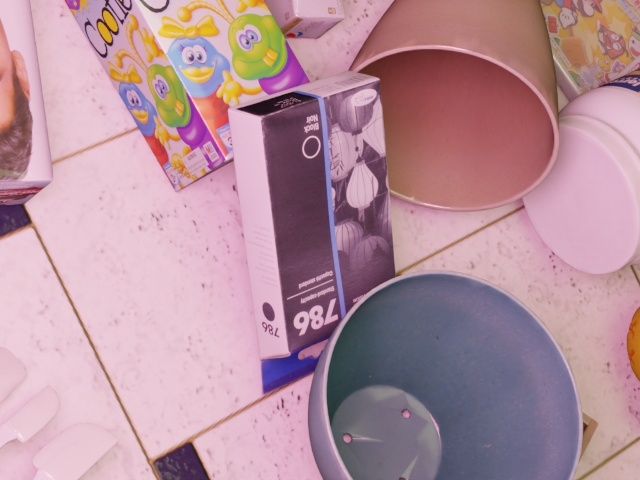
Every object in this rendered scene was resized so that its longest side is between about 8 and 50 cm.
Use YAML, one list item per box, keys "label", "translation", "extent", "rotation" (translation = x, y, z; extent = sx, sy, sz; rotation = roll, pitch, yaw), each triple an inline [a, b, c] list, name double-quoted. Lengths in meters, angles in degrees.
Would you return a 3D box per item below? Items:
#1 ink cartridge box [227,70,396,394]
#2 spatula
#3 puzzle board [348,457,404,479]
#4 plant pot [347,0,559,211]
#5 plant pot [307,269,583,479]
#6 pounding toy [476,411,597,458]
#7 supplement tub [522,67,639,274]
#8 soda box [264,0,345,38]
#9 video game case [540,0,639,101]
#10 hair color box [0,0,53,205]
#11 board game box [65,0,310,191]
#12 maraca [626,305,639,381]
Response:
- label: "ink cartridge box"
  translation: [0.000, 0.000, 1.487]
  extent: [0.165, 0.065, 0.333]
  rotation: [-23, 118, -35]
- label: "spatula"
  translation: [-0.329, 0.207, 1.314]
  extent: [0.168, 0.019, 0.242]
  rotation: [40, 45, 9]
- label: "puzzle board"
  translation: [0.077, 0.312, 1.571]
  extent: [0.128, 0.011, 0.096]
  rotation: [25, 69, -20]
- label: "plant pot"
  translation: [0.169, -0.219, 1.635]
  extent: [0.256, 0.256, 0.274]
  rotation: [32, 49, -18]
- label: "plant pot"
  translation: [0.106, 0.199, 1.492]
  extent: [0.290, 0.195, 0.290]
  rotation: [7, 68, -18]
- label: "pounding toy"
  translation: [0.255, 0.235, 1.647]
  extent: [0.130, 0.100, 0.141]
  rotation: [35, 61, -1]
- label: "supplement tub"
  translation: [0.425, -0.105, 1.731]
  extent: [0.316, 0.228, 0.228]
  rotation: [-25, 90, -31]
- label: "soda box"
  translation: [-0.031, -0.350, 1.638]
  extent: [0.069, 0.074, 0.216]
  rotation: [-4, 80, -29]
- label: "video game case"
  translation: [0.359, -0.298, 1.861]
  extent: [0.206, 0.026, 0.227]
  rotation: [-40, 98, -30]
- label: "hair color box"
  translation: [-0.392, -0.223, 1.394]
  extent: [0.185, 0.113, 0.374]
  rotation: [-4, 81, -29]
- label: "board game box"
  translation: [-0.145, -0.217, 1.506]
  extent: [0.144, 0.142, 0.275]
  rotation: [-32, 94, -30]
- label: "maraca"
  translation: [0.437, 0.149, 1.752]
  extent: [0.127, 0.099, 0.186]
  rotation: [1, 91, -52]
